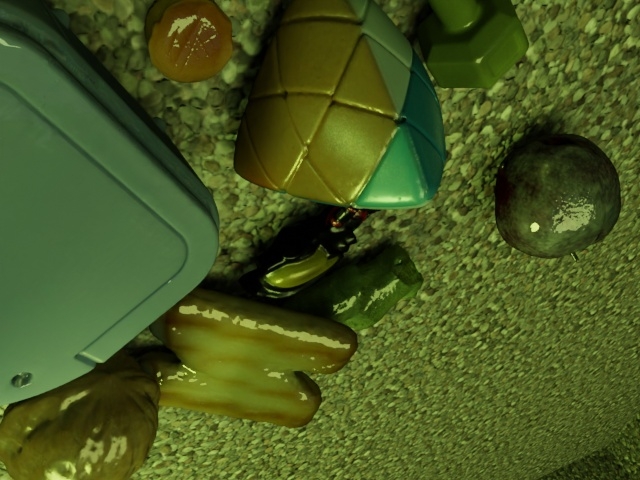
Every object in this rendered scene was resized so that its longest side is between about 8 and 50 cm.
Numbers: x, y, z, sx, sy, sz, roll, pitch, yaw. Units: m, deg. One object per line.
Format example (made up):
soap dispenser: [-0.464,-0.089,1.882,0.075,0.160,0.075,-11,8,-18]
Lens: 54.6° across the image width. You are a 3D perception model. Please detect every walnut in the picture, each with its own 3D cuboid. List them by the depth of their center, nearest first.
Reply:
walnut: [-0.301,0.226,0.785,0.213,0.213,0.213,-19,140,-17]

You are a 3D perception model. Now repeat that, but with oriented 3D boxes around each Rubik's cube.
Rubik's cube: [0.044,-0.175,0.661,0.254,0.254,0.255,-19,140,-17]

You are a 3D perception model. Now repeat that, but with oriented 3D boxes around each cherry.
cherry: [0.360,-0.070,0.943,0.195,0.195,0.195,-19,140,-17]

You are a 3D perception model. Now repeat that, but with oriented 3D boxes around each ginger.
ginger: [0.034,0.105,0.976,0.289,0.089,0.137,-24,153,-15]

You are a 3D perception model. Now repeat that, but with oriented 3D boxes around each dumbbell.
dumbbell: [0.111,-0.269,0.603,0.121,0.108,0.302,-47,141,5]

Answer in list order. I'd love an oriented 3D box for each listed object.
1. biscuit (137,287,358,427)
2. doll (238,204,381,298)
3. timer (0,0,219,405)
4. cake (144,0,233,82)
biscuit: [-0.114,0.175,0.902,0.290,0.062,0.237,14,127,-14]
doll: [0.001,0.002,0.842,0.248,0.088,0.127,-34,142,-4]
timer: [-0.311,-0.015,0.530,0.394,0.173,0.395,-24,142,-20]
cake: [-0.122,-0.191,0.583,0.084,0.044,0.084,-17,139,-16]
